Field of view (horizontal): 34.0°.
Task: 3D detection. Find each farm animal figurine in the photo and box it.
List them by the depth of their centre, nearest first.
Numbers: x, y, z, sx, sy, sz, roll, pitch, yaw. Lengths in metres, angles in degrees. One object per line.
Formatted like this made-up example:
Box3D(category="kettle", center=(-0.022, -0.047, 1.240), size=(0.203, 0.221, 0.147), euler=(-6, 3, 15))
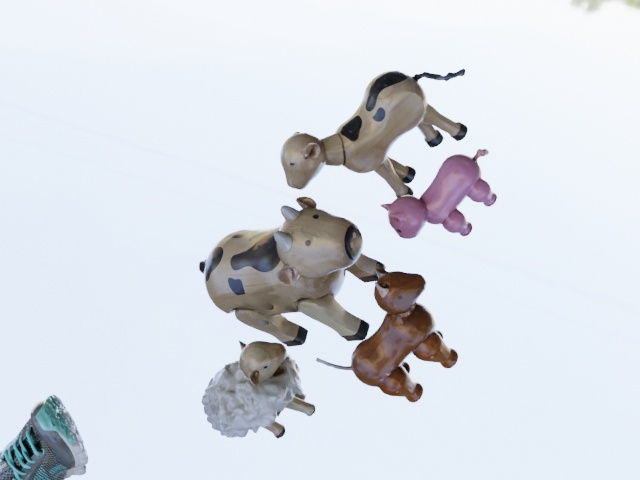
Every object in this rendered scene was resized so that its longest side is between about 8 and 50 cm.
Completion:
Box3D(category="farm animal figurine", center=(0.000, 0.000, 1.028), size=(0.172, 0.327, 0.330), euler=(33, -136, -33))

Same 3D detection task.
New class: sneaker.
Box3D(category="sneaker", center=(-0.248, 0.189, 0.917), size=(0.076, 0.166, 0.065), euler=(-26, -110, -22))
